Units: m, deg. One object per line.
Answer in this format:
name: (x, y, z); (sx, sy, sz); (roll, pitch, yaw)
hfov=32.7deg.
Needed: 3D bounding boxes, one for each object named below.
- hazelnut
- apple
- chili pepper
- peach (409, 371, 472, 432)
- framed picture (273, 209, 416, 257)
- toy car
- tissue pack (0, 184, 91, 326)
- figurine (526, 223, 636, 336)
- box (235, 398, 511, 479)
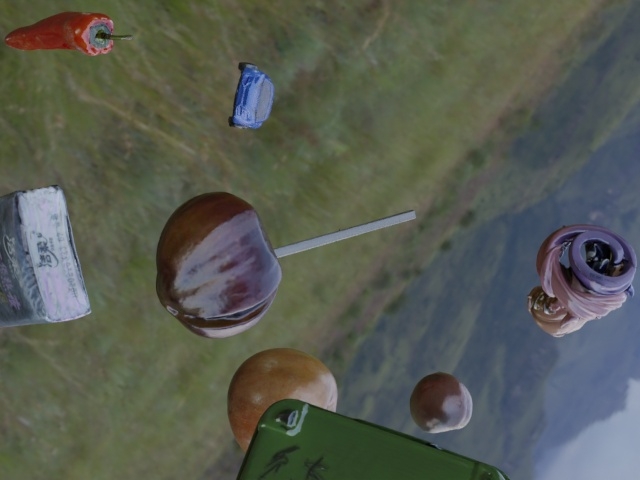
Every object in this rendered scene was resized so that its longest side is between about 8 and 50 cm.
hazelnut: (-0.144, 0.029, 1.460); (0.178, 0.178, 0.204); (-56, 161, -34)
apple: (-0.073, 0.354, 2.312); (0.254, 0.253, 0.253); (-58, 175, -8)
chili pepper: (-0.364, -0.299, 1.578); (0.071, 0.272, 0.063); (-8, 103, -49)
peach: (0.155, 0.210, 1.406); (0.083, 0.083, 0.083); (-58, 175, -8)
framed picture: (0.000, 0.000, 2.111); (0.314, 0.024, 0.232); (-17, 180, -21)
toy car: (-0.108, -0.228, 1.752); (0.216, 0.063, 0.103); (-108, -150, -84)
tissue pack: (-0.587, 0.041, 2.117); (0.122, 0.259, 0.361); (-18, -176, -37)
figurine: (0.306, 0.063, 1.324); (0.114, 0.126, 0.157); (-93, -156, -54)
box: (0.044, 0.323, 1.213); (0.178, 0.328, 0.253); (74, 34, -70)
